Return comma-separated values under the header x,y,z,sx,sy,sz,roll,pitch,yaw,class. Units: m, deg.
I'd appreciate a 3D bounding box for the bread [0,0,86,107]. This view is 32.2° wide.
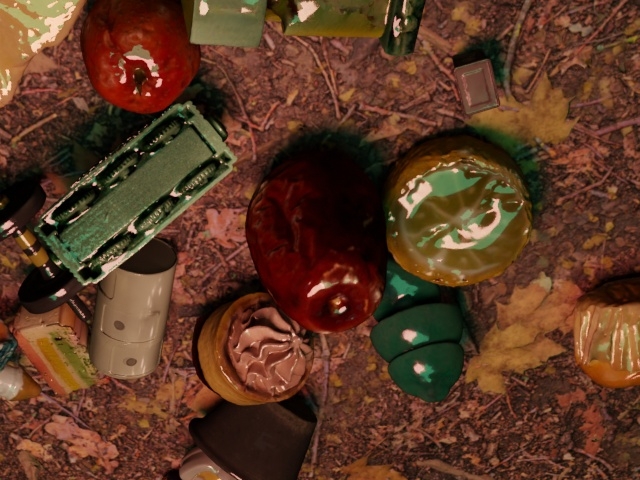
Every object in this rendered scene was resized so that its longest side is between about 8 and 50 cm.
x,y,z,sx,sy,sz,roll,pitch,yaw,class
-0.466,-0.413,1.410,0.390,0.371,0.279,32,114,-19,bread

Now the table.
x,y,z,sx,sy,sz,roll,pitch,yaw,class
-0.319,0.113,1.882,0.126,0.126,0.220,10,120,-8,table

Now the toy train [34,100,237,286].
x,y,z,sx,sy,sz,roll,pitch,yaw,class
-0.282,-0.076,1.705,0.330,0.178,0.138,-40,97,-3,toy train

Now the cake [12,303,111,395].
x,y,z,sx,sy,sz,roll,pitch,yaw,class
-0.458,0.184,1.971,0.109,0.090,0.225,-13,140,3,cake

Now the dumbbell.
x,y,z,sx,sy,sz,roll,pitch,yaw,class
-0.469,0.011,1.801,0.143,0.143,0.325,-25,119,13,dumbbell

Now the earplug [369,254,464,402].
x,y,z,sx,sy,sz,roll,pitch,yaw,class
0.131,0.150,1.899,0.257,0.280,0.164,-4,153,-41,earplug

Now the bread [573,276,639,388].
x,y,z,sx,sy,sz,roll,pitch,yaw,class
0.629,0.150,1.893,0.388,0.236,0.183,-6,106,11,bread

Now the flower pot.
x,y,z,sx,sy,sz,roll,pitch,yaw,class
-0.101,0.341,1.998,0.235,0.235,0.148,33,96,-20,flower pot

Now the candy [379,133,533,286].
x,y,z,sx,sy,sz,roll,pitch,yaw,class
0.220,-0.048,1.814,0.259,0.118,0.260,0,117,1,candy

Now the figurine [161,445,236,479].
x,y,z,sx,sy,sz,roll,pitch,yaw,class
-0.215,0.475,2.102,0.176,0.133,0.236,35,127,8,figurine

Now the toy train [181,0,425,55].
x,y,z,sx,sy,sz,roll,pitch,yaw,class
-0.025,-0.363,1.496,0.397,0.253,0.160,0,130,-15,toy train

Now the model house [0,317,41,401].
x,y,z,sx,sy,sz,roll,pitch,yaw,class
-0.609,0.191,1.885,0.291,0.184,0.253,30,116,-20,model house

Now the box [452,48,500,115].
x,y,z,sx,sy,sz,roll,pitch,yaw,class
0.238,-0.247,1.717,0.060,0.063,0.085,-17,120,6,box

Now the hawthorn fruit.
x,y,z,sx,sy,sz,roll,pitch,yaw,class
-0.264,-0.267,1.607,0.179,0.200,0.179,0,127,0,hawthorn fruit

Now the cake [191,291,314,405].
x,y,z,sx,sy,sz,roll,pitch,yaw,class
-0.099,0.175,1.856,0.207,0.185,0.178,33,151,-13,cake

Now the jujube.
x,y,z,sx,sy,sz,roll,pitch,yaw,class
0.000,0.000,1.713,0.223,0.318,0.223,-5,127,-7,jujube
